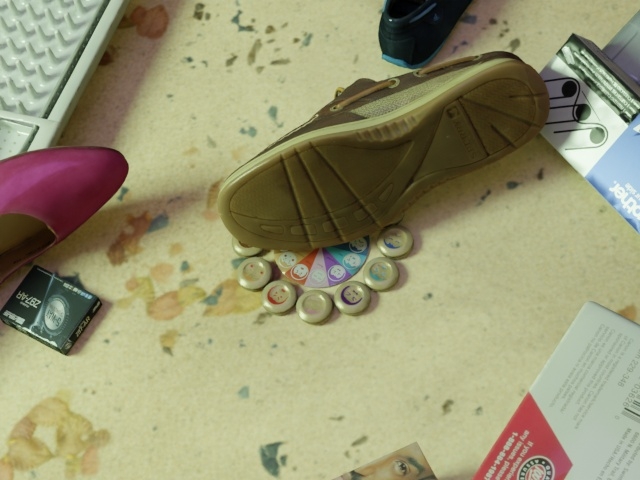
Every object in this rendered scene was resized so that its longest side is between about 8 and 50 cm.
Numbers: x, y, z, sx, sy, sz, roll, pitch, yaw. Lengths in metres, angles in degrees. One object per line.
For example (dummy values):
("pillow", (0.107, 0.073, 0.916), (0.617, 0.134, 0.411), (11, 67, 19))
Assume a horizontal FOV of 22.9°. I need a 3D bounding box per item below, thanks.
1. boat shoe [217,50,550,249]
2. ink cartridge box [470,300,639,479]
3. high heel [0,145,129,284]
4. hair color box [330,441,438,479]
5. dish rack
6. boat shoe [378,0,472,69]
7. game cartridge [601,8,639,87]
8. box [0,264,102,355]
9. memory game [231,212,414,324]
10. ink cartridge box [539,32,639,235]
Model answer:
("boat shoe", (0.056, -0.101, 1.581), (0.342, 0.123, 0.123), (-26, 28, 5))
("ink cartridge box", (0.304, 0.226, 1.340), (0.306, 0.131, 0.226), (29, 69, 22))
("high heel", (-0.340, 0.050, 1.562), (0.377, 0.127, 0.181), (-29, 56, 7))
("hair color box", (0.030, 0.254, 1.399), (0.167, 0.053, 0.093), (-23, 32, -5))
("dish rack", (-0.369, -0.203, 1.737), (0.285, 0.072, 0.333), (14, 64, 18))
("boat shoe", (0.140, -0.302, 1.691), (0.109, 0.089, 0.258), (13, 64, 16))
("game cartridge", (0.445, -0.166, 1.584), (0.294, 0.060, 0.196), (35, 68, 25))
("box", (-0.273, 0.070, 1.595), (0.083, 0.018, 0.067), (26, 68, 22))
("memory game", (0.000, 0.000, 1.590), (0.186, 0.012, 0.186), (-4, 60, 7))
("ink cartridge box", (0.292, -0.101, 1.552), (0.097, 0.046, 0.207), (-51, 60, 20))
